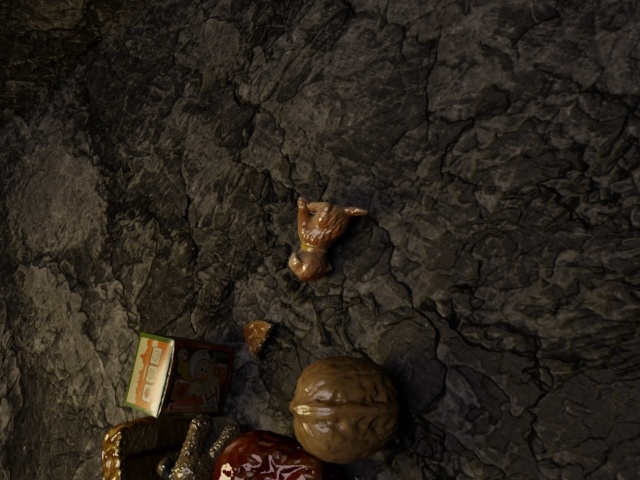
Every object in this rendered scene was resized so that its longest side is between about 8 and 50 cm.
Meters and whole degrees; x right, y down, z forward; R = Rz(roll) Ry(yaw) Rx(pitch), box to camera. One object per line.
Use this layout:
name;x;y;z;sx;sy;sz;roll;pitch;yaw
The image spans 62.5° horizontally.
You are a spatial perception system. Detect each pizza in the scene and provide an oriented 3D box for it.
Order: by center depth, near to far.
pizza;-0.157;0.230;1.294;0.099;0.029;0.100;31;93;48

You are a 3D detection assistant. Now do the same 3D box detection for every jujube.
jujube;-0.091;0.485;1.068;0.255;0.190;0.190;-12;68;27

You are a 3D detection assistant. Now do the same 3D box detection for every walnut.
walnut;0.041;0.315;0.993;0.213;0.213;0.213;-13;68;34

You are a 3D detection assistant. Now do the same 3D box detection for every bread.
bread;-0.406;0.515;1.267;0.096;0.222;0.181;-20;75;37

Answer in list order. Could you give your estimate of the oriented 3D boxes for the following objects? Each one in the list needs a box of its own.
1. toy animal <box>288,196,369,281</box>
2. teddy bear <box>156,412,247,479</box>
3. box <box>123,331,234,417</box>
toy animal;0.013;0.007;1.183;0.184;0.104;0.185;7;76;40
teddy bear;-0.281;0.523;1.195;0.182;0.129;0.251;19;87;11
box;-0.339;0.330;1.288;0.148;0.195;0.177;1;75;37
